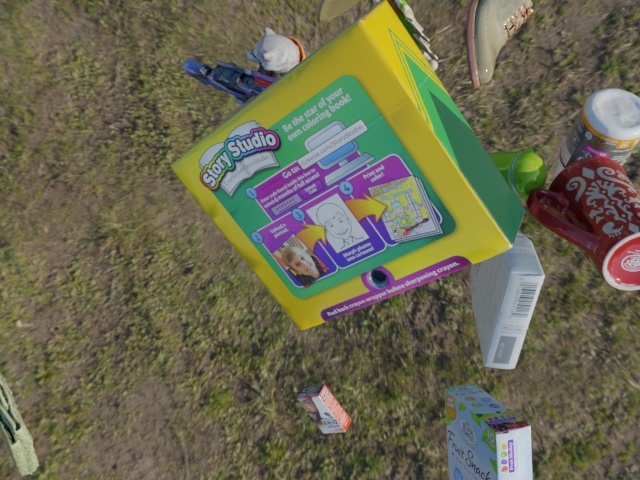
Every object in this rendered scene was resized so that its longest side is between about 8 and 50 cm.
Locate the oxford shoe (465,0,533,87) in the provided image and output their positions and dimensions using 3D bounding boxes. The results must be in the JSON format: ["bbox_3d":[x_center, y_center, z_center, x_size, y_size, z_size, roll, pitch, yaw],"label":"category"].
[{"bbox_3d":[0.400,-0.499,1.404,0.130,0.123,0.348,8,75,21],"label":"oxford shoe"}]

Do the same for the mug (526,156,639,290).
[{"bbox_3d":[0.363,-0.015,0.835,0.150,0.169,0.113,-18,124,9],"label":"mug"}]

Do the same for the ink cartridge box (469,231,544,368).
[{"bbox_3d":[0.478,0.096,1.688,0.091,0.385,0.308,5,125,3],"label":"ink cartridge box"}]

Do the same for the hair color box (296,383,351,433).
[{"bbox_3d":[0.011,0.531,1.994,0.093,0.053,0.167,-17,116,37],"label":"hair color box"}]

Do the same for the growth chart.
[{"bbox_3d":[0.081,-0.318,0.805,0.021,0.237,0.172,-37,64,11],"label":"growth chart"}]

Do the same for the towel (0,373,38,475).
[{"bbox_3d":[-0.354,0.204,0.723,0.027,0.148,0.110,-23,65,-31],"label":"towel"}]

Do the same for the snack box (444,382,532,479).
[{"bbox_3d":[0.151,0.215,0.575,0.037,0.100,0.141,-7,100,-14],"label":"snack box"}]

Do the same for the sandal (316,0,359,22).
[{"bbox_3d":[0.050,-0.310,0.560,0.079,0.088,0.240,52,135,6],"label":"sandal"}]

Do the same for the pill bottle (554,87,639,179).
[{"bbox_3d":[0.717,-0.243,1.646,0.162,0.278,0.162,1,57,-1],"label":"pill bottle"}]

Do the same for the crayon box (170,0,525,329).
[{"bbox_3d":[0.023,-0.072,0.840,0.363,0.106,0.313,-26,106,38],"label":"crayon box"}]

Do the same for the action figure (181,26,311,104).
[{"bbox_3d":[-0.100,-0.343,1.340,0.341,0.330,0.178,25,81,8],"label":"action figure"}]

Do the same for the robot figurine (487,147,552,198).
[{"bbox_3d":[0.269,-0.093,0.906,0.101,0.115,0.067,-48,122,-28],"label":"robot figurine"}]
